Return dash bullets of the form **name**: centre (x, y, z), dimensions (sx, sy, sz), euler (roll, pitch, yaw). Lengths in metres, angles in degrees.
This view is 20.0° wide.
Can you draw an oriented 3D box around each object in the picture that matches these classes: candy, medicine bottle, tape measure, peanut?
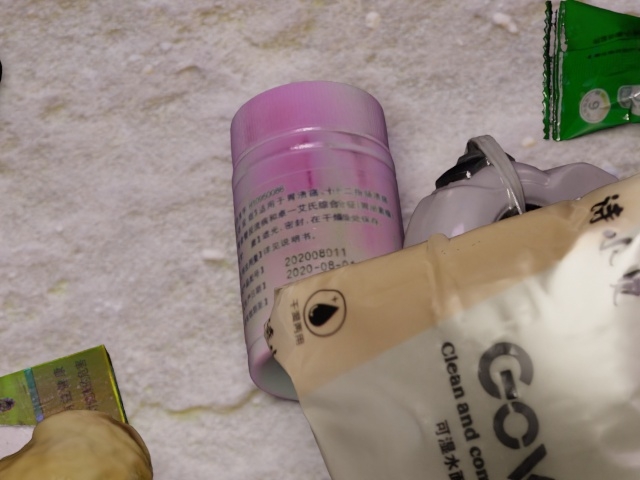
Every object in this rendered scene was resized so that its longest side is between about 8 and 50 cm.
- **candy**: centre (0.310, -0.165, 1.722), dimensions (0.203, 0.078, 0.141), euler (2, 62, 13)
- **medicine bottle**: centre (0.000, 0.000, 1.624), dimensions (0.152, 0.152, 0.254), euler (-7, 61, 2)
- **tape measure**: centre (0.163, 0.024, 1.579), dimensions (0.197, 0.120, 0.236), euler (26, 65, -31)
- **peanut**: centre (-0.245, 0.300, 1.469), dimensions (0.174, 0.158, 0.340), euler (-1, 75, 28)

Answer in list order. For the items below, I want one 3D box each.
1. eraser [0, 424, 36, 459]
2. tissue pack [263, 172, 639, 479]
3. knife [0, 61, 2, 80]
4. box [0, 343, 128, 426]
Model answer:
- **eraser**: centre (-0.241, 0.236, 1.572), dimensions (0.103, 0.023, 0.150), euler (2, 79, 3)
- **tissue pack**: centre (0.175, 0.161, 1.414), dimensions (0.390, 0.195, 0.376), euler (-20, 90, 22)
- **knife**: centre (-0.400, -0.044, 1.756), dimensions (0.089, 0.043, 0.365), euler (2, 59, 45)
- **box**: centre (-0.270, 0.178, 1.628), dimensions (0.193, 0.030, 0.121), euler (-18, 62, -3)
